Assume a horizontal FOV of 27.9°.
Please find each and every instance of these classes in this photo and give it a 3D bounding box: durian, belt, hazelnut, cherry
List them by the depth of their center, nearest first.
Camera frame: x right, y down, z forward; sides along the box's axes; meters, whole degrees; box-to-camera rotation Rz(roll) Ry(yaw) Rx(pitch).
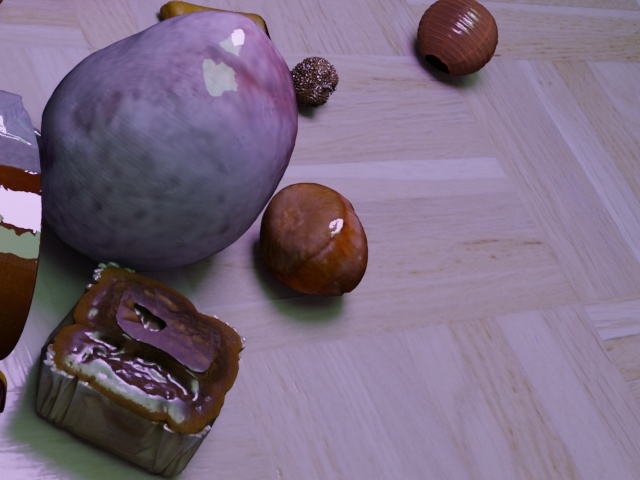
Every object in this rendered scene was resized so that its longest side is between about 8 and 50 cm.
[{"bbox_3d":[-0.388,-0.032,1.377,0.122,0.217,0.339,11,47,-29],"label":"belt"},{"bbox_3d":[-0.186,-0.116,1.535,0.326,0.335,0.291,-36,95,-24],"label":"cherry"},{"bbox_3d":[0.000,0.000,1.691,0.150,0.150,0.150,19,46,-21],"label":"hazelnut"},{"bbox_3d":[-0.007,-0.236,1.923,0.080,0.080,0.091,2,11,-34],"label":"durian"}]

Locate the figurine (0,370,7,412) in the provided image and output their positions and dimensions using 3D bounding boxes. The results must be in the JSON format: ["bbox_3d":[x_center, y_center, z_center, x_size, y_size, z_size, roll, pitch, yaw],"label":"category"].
[{"bbox_3d":[-0.359,0.192,1.297,0.082,0.098,0.154,25,41,-21],"label":"figurine"}]

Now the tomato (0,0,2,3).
[{"bbox_3d":[-0.449,-0.343,1.701,0.087,0.087,0.075,45,39,6],"label":"tomato"}]

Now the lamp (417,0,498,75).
[{"bbox_3d":[0.229,-0.341,2.144,0.136,0.136,0.136,19,46,-21],"label":"lamp"}]

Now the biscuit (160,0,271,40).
[{"bbox_3d":[-0.141,-0.279,1.901,0.183,0.039,0.174,6,54,-31],"label":"biscuit"}]

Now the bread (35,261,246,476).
[{"bbox_3d":[-0.200,0.140,1.444,0.210,0.110,0.192,32,41,-9],"label":"bread"}]
